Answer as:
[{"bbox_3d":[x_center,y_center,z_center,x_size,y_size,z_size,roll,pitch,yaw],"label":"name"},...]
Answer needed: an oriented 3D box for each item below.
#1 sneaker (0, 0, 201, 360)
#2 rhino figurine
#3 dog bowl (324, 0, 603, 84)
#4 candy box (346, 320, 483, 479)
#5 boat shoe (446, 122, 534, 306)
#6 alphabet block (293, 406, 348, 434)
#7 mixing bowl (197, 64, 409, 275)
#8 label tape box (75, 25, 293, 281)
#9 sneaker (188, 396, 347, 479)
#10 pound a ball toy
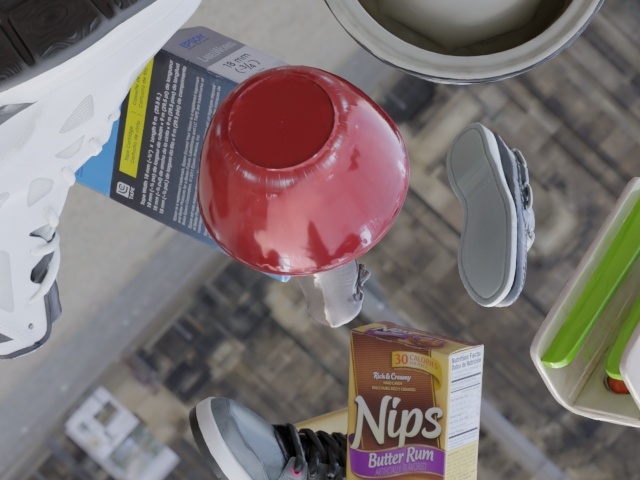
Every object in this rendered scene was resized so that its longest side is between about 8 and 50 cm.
[{"bbox_3d":[-0.256,-0.068,1.300,0.447,0.257,0.169,-37,-137,-5],"label":"sneaker"},{"bbox_3d":[0.000,0.000,1.685,0.243,0.073,0.106,71,23,-43],"label":"rhino figurine"},{"bbox_3d":[0.189,-0.393,2.028,0.408,0.408,0.150,-47,173,-4],"label":"dog bowl"},{"bbox_3d":[0.077,0.170,1.275,0.109,0.187,0.053,11,-167,41],"label":"candy box"},{"bbox_3d":[0.240,-0.029,1.975,0.114,0.091,0.303,-40,-143,39],"label":"boat shoe"},{"bbox_3d":[0.023,0.363,2.273,0.197,0.192,0.193,-17,169,8],"label":"alphabet block"},{"bbox_3d":[-0.022,-0.073,1.211,0.181,0.181,0.098,-47,157,-13],"label":"mixing bowl"},{"bbox_3d":[-0.142,-0.129,1.860,0.106,0.333,0.241,-42,152,-51],"label":"label tape box"},{"bbox_3d":[0.031,0.201,1.387,0.178,0.295,0.124,-37,-144,15],"label":"sneaker"},{"bbox_3d":[0.380,0.090,1.625,0.208,0.136,0.319,7,-127,43],"label":"pound a ball toy"}]
